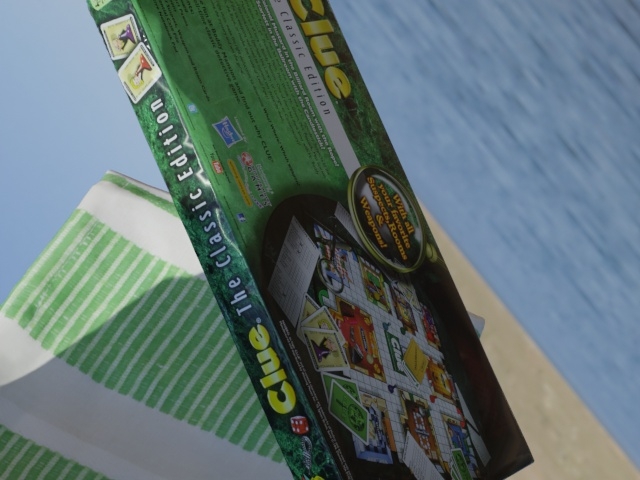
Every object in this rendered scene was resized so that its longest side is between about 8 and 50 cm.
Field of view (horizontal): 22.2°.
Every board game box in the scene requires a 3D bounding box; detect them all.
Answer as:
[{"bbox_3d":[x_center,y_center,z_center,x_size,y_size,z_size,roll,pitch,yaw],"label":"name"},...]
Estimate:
[{"bbox_3d":[0.000,0.000,0.718,0.136,0.030,0.260,-16,-100,-50],"label":"board game box"}]

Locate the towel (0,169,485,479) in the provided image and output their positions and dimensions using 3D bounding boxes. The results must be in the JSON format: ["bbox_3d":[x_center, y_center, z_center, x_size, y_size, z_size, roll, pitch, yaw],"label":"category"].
[{"bbox_3d":[-0.082,0.114,0.787,0.247,0.325,0.038,22,140,13],"label":"towel"}]
